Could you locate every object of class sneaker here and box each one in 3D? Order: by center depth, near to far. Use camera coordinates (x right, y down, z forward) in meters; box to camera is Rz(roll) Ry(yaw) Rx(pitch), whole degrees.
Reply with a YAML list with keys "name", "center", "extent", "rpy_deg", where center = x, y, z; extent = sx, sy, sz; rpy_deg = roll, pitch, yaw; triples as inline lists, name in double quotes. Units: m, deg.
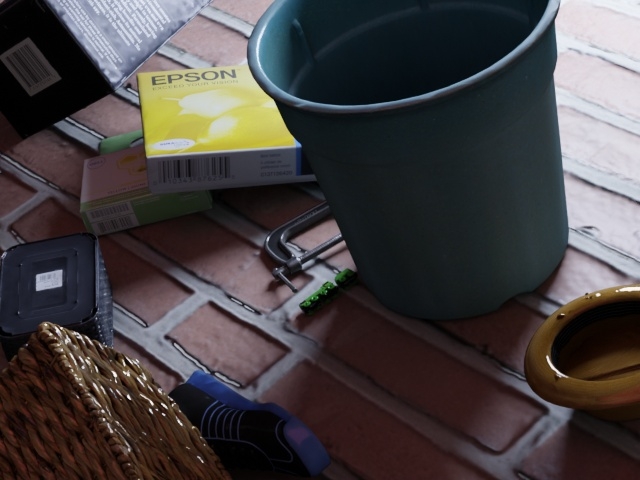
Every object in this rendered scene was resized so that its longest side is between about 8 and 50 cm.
- name: "sneaker"
  center: [-0.090, 0.213, 1.696]
  extent: [0.090, 0.081, 0.232]
  rpy_deg: [-44, 37, -24]

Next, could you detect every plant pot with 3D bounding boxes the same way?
- name: "plant pot"
  center: [0.128, -0.114, 1.796]
  extent: [0.341, 0.334, 0.341]
  rpy_deg: [-12, 38, 10]

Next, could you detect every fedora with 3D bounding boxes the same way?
- name: "fedora"
  center: [0.306, 0.126, 1.630]
  extent: [0.194, 0.079, 0.194]
  rpy_deg: [-17, 36, 13]

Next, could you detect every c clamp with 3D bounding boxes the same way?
- name: "c clamp"
  center: [0.000, 0.000, 1.971]
  extent: [0.160, 0.022, 0.137]
  rpy_deg: [-34, 34, -16]

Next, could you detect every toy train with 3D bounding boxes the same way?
- name: "toy train"
  center: [0.008, 0.060, 1.892]
  extent: [0.083, 0.017, 0.023]
  rpy_deg: [-34, 30, -19]

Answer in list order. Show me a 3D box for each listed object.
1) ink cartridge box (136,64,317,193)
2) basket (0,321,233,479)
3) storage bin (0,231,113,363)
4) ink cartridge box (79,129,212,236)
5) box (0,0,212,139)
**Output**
- name: "ink cartridge box"
  center: [-0.090, -0.179, 2.137]
  extent: [0.303, 0.072, 0.307]
  rpy_deg: [-6, 38, -7]
- name: "basket"
  center: [-0.224, 0.270, 1.587]
  extent: [0.223, 0.213, 0.299]
  rpy_deg: [-47, 52, 9]
- name: "storage bin"
  center: [-0.319, 0.081, 1.939]
  extent: [0.122, 0.084, 0.180]
  rpy_deg: [-11, 38, 0]
- name: "ink cartridge box"
  center: [-0.234, -0.110, 2.179]
  extent: [0.171, 0.056, 0.235]
  rpy_deg: [-14, 39, 6]
- name: "box"
  center: [-0.324, -0.327, 2.298]
  extent: [0.296, 0.183, 0.294]
  rpy_deg: [-17, 25, 53]
